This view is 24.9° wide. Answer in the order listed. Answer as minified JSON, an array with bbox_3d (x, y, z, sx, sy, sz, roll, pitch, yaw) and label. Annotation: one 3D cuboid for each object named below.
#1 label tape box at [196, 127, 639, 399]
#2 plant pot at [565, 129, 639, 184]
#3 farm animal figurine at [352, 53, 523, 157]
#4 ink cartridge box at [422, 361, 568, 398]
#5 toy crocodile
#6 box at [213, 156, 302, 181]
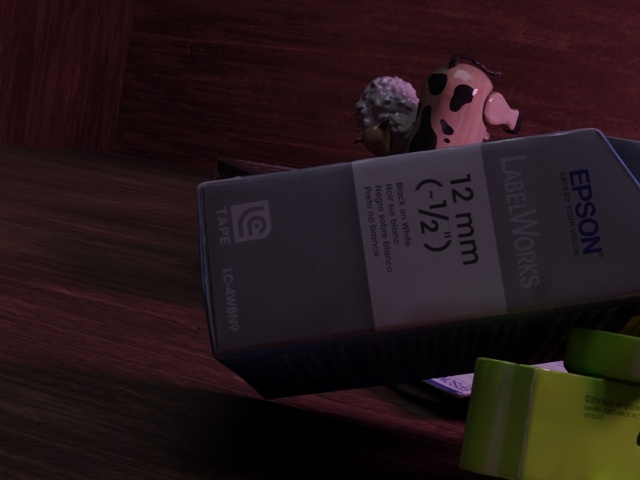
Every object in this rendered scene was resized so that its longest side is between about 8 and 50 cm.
[{"bbox_3d":[0.112,0.017,0.923,0.347,0.115,0.249,-10,-12,2],"label":"label tape box"},{"bbox_3d":[0.433,-0.001,1.837,0.293,0.235,0.293,10,5,-1],"label":"plant pot"},{"bbox_3d":[0.164,-0.079,1.781,0.330,0.327,0.172,-8,-22,34],"label":"farm animal figurine"},{"bbox_3d":[0.156,0.097,1.204,0.224,0.045,0.223,-12,13,-23],"label":"ink cartridge box"},{"bbox_3d":[0.189,0.112,0.872,0.105,0.115,0.340,6,-1,43],"label":"toy crocodile"},{"bbox_3d":[0.000,0.000,1.598,0.191,0.143,0.381,9,4,-15],"label":"box"}]
